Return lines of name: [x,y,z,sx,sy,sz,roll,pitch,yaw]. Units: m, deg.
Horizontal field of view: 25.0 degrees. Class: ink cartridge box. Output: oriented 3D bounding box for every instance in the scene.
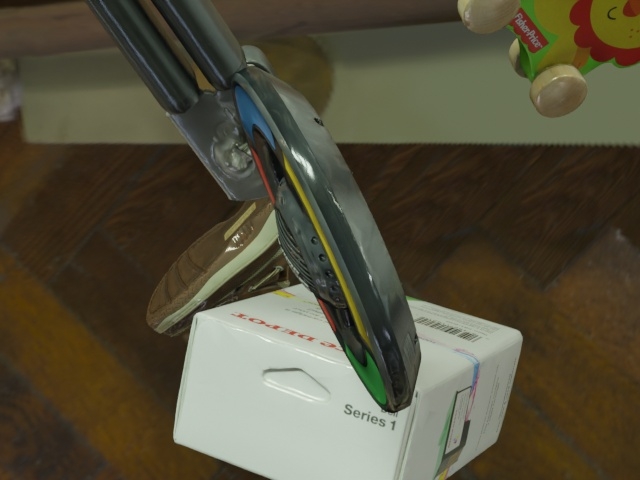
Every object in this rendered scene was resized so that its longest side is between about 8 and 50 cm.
ink cartridge box: [0.031,0.123,1.239,0.201,0.278,0.117,17,102,22]

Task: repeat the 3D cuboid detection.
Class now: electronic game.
electronic game: [0.000,0.000,0.882,0.048,0.229,0.229,-26,92,-6]

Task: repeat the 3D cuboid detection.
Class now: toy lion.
toy lion: [0.109,-0.099,0.562,0.096,0.100,0.034,-34,48,16]

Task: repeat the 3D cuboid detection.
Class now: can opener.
can opener: [-0.094,-0.139,1.023,0.076,0.095,0.283,-25,130,11]

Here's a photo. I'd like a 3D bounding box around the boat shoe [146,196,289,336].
boat shoe: [-0.071,0.026,1.490,0.095,0.095,0.257,37,117,-23]
